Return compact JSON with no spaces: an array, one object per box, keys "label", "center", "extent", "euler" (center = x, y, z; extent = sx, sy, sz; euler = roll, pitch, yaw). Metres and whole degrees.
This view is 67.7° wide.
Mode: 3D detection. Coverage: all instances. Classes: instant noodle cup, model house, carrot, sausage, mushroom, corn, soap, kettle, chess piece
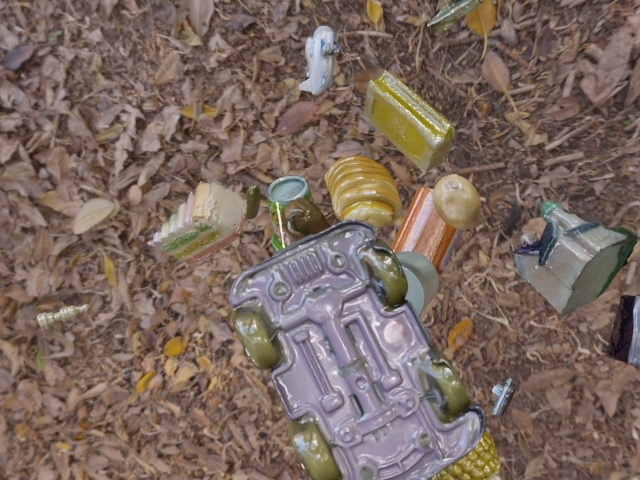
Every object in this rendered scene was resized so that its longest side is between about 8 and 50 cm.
[{"label":"instant noodle cup","center":[-0.096,-0.098,1.681],"extent":[0.207,0.207,0.232],"euler":[2,136,14]},{"label":"model house","center":[0.790,0.034,1.544],"extent":[0.284,0.244,0.298],"euler":[48,148,39]},{"label":"carrot","center":[-0.279,-0.163,1.946],"extent":[0.074,0.358,0.074],"euler":[3,76,-11]},{"label":"sausage","center":[0.426,-0.035,1.858],"extent":[0.233,0.233,0.287],"euler":[24,91,8]},{"label":"mushroom","center":[0.427,-0.767,1.378],"extent":[0.212,0.217,0.292],"euler":[34,146,-9]},{"label":"corn","center":[0.158,0.310,0.880],"extent":[0.387,0.144,0.143],"euler":[41,110,26]},{"label":"soap","center":[0.280,-0.380,1.548],"extent":[0.091,0.199,0.315],"euler":[-38,73,-13]},{"label":"kettle","center":[0.239,0.120,1.478],"extent":[0.205,0.318,0.264],"euler":[-6,93,22]},{"label":"chess piece","center":[-0.513,0.149,0.960],"extent":[0.092,0.035,0.035],"euler":[-18,99,-18]}]

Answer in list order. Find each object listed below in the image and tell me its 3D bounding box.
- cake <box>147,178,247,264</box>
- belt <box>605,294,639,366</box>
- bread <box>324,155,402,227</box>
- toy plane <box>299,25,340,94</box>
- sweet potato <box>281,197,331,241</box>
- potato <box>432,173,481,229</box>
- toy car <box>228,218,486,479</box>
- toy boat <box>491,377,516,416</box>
[{"label":"cake","center":[-0.249,-0.012,0.960],"extent":[0.109,0.090,0.225],"euler":[27,126,-37]},{"label":"belt","center":[0.608,0.153,0.739],"extent":[0.184,0.289,0.163],"euler":[18,87,-22]},{"label":"bread","center":[0.109,-0.132,1.211],"extent":[0.173,0.311,0.121],"euler":[3,115,-8]},{"label":"toy plane","center":[-0.003,-0.683,1.812],"extent":[0.123,0.267,0.266],"euler":[9,106,-15]},{"label":"sweet potato","center":[0.000,0.000,0.914],"extent":[0.075,0.273,0.075],"euler":[-11,60,20]},{"label":"potato","center":[0.341,-0.092,1.188],"extent":[0.119,0.178,0.109],"euler":[33,85,35]},{"label":"toy car","center":[0.032,0.161,0.673],"extent":[0.242,0.226,0.335],"euler":[-27,87,-8]},{"label":"toy boat","center":[0.631,0.542,1.663],"extent":[0.066,0.059,0.140],"euler":[24,83,42]}]
